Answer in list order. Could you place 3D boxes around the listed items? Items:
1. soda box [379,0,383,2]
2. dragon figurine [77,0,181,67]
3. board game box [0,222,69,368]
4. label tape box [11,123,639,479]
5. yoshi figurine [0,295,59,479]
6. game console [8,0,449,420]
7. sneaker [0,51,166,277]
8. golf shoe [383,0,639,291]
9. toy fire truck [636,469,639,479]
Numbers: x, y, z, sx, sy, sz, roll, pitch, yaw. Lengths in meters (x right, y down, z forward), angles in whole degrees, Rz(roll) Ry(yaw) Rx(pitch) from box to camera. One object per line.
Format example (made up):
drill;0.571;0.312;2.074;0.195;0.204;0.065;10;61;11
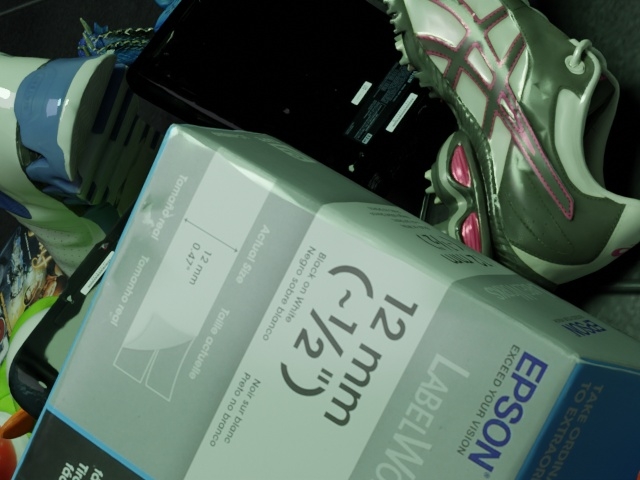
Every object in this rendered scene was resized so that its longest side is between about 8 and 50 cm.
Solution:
soda box;0.114;-0.246;0.992;0.286;0.098;0.091;-21;57;51
dragon figurine;-0.086;-0.194;1.214;0.289;0.144;0.085;-45;41;34
board game box;-0.252;0.079;1.412;0.165;0.042;0.243;-53;37;25
label tape box;0.033;0.129;0.754;0.347;0.115;0.249;31;102;24
yoshi figurine;-0.195;0.147;1.180;0.362;0.203;0.203;-47;25;22
game console;-0.082;-0.027;1.038;0.213;0.044;0.361;30;76;30
sneaker;-0.224;-0.070;1.192;0.315;0.182;0.127;79;-149;-67
golf shoe;0.113;-0.102;0.904;0.120;0.105;0.273;-19;77;26
toy fire truck;0.265;0.156;0.527;0.254;0.169;0.302;-22;55;27
